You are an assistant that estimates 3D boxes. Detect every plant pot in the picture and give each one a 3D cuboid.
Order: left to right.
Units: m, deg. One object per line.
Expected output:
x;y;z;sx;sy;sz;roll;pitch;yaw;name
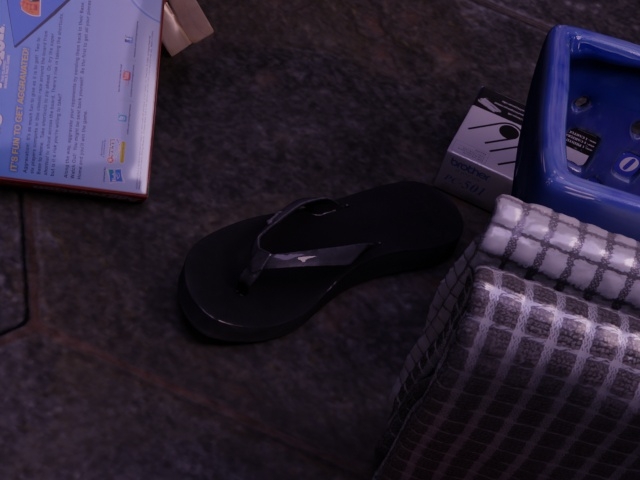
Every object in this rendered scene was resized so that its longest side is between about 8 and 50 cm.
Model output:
0.233;0.012;1.063;0.235;0.212;0.236;17;35;-2;plant pot

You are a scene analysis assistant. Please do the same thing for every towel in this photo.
0.164;0.116;0.916;0.235;0.284;0.121;17;56;-1;towel

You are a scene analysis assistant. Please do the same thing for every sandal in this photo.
0.000;-0.001;1.126;0.254;0.054;0.097;-23;58;-34;sandal

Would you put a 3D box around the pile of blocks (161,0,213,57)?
-0.271;-0.207;1.221;0.362;0.149;0.112;19;1;-13;pile of blocks

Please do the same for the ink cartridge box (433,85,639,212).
0.207;-0.045;1.243;0.207;0.046;0.097;25;46;6;ink cartridge box

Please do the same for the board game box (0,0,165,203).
-0.192;-0.175;1.147;0.145;0.027;0.281;7;78;-17;board game box
